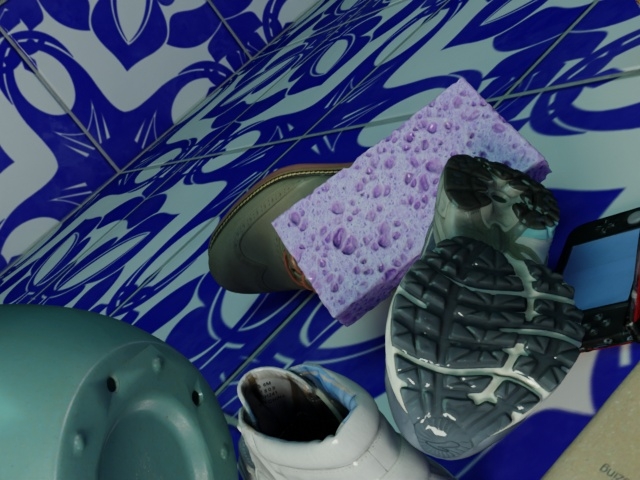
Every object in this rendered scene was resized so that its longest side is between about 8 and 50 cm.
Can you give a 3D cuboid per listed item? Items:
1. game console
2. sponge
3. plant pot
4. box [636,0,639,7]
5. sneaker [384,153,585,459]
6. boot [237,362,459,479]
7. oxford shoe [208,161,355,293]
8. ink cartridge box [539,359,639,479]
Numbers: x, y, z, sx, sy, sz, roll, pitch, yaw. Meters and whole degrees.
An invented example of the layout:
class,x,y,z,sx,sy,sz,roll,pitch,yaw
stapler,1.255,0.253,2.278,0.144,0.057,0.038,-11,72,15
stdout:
class,x,y,z,sx,sy,sz,roll,pitch,yaw
game console,0.190,-0.005,0.611,0.124,0.085,0.144,-19,26,41
sponge,0.071,-0.034,0.762,0.210,0.031,0.117,-38,54,5
plant pot,-0.198,0.174,0.606,0.235,0.293,0.293,-13,28,26
box,0.341,-0.323,0.766,0.177,0.290,0.279,-35,18,9
sneaker,0.101,0.057,0.600,0.283,0.110,0.122,-60,-13,-57
boot,-0.010,0.125,0.603,0.095,0.123,0.258,-45,20,-22
oxford shoe,0.000,0.000,0.886,0.348,0.123,0.130,-22,29,40
ink cartridge box,0.198,0.098,0.251,0.193,0.088,0.234,-44,42,-16
